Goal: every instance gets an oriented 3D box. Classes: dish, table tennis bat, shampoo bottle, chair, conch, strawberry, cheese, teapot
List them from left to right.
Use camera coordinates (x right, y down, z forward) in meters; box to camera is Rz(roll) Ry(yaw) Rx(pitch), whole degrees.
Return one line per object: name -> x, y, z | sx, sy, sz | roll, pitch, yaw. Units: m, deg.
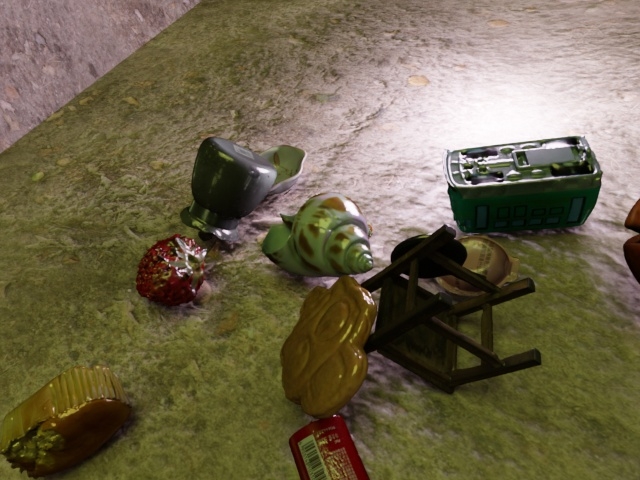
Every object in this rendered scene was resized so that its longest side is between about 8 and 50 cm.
strawberry -> -0.402, 0.088, 1.277 | 0.202, 0.184, 0.186 | -24, 78, 24
teapot -> -0.301, -0.141, 1.395 | 0.305, 0.224, 0.285 | 37, 106, 34
dish -> -0.139, -0.204, 1.535 | 0.230, 0.081, 0.229 | -12, 44, 12
conch -> 0.000, 0.000, 1.191 | 0.249, 0.197, 0.368 | -39, 11, -8
shampoo bottle -> 0.044, 0.465, 0.850 | 0.118, 0.076, 0.314 | -20, 46, -10
chair -> 0.197, 0.187, 1.014 | 0.241, 0.416, 0.203 | 29, 48, -18
table tennis bat -> 0.254, 0.050, 1.019 | 0.150, 0.237, 0.027 | -40, 37, 43
cheese -> 0.320, 0.052, 1.164 | 0.286, 0.074, 0.188 | 5, 49, 25

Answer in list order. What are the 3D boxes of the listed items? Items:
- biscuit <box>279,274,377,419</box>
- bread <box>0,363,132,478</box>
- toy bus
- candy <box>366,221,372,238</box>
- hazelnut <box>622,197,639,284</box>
biscuit -> 0.006, 0.197, 1.005 | 0.269, 0.051, 0.376 | -49, 21, 12
bread -> -0.531, 0.382, 1.028 | 0.250, 0.178, 0.133 | -30, 51, -12
toy bus -> 0.480, -0.128, 1.197 | 0.344, 0.199, 0.183 | -3, 44, 13
candy -> 0.068, -0.043, 1.351 | 0.185, 0.049, 0.055 | 21, 101, 39
hazelnut -> 0.804, 0.016, 0.872 | 0.430, 0.402, 0.401 | -14, 46, 6
